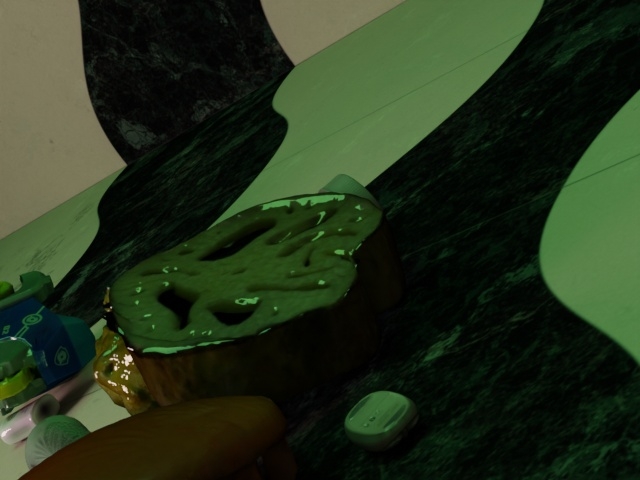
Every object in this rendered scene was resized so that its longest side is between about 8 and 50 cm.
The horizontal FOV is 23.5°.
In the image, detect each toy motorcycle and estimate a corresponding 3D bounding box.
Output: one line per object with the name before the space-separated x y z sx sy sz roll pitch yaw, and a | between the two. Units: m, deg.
toy motorcycle | -0.468 0.177 2.512 0.199 0.191 0.326 -22 17 -8

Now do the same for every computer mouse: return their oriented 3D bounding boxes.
computer mouse | 0.064 0.183 1.526 0.066 0.039 0.096 -45 24 -21

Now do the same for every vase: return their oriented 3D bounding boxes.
vase | -0.309 0.286 2.009 0.096 0.096 0.219 -45 19 -20

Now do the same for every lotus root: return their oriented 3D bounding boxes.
lotus root | -0.086 0.067 1.847 0.374 0.111 0.390 2 31 29

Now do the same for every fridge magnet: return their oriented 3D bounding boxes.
fridge magnet | -0.197 0.265 1.556 0.363 0.155 0.363 -23 1 0

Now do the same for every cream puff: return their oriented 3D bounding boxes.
cream puff | -0.203 0.113 2.082 0.282 0.185 0.282 -36 18 14

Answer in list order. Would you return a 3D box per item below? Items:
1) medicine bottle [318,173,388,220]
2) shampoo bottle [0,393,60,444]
medicine bottle | 0.000 0.000 2.082 0.168 0.105 0.105 -43 16 -16
shampoo bottle | -0.470 0.289 2.459 0.099 0.043 0.072 -29 14 33
